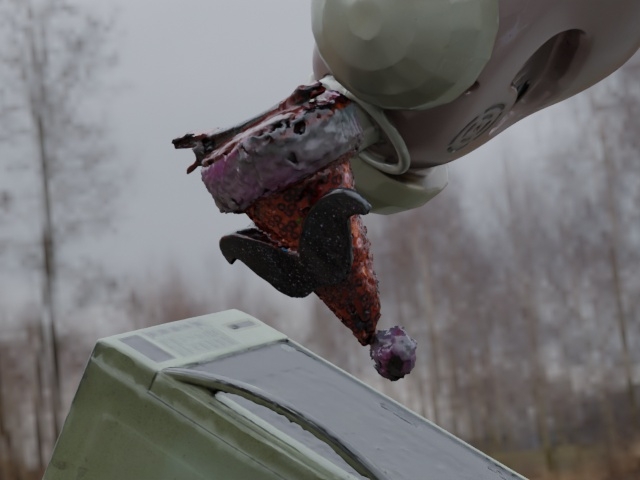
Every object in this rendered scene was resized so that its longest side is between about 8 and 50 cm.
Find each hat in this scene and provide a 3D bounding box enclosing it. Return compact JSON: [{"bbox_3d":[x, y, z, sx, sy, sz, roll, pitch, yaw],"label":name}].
[{"bbox_3d":[-0.003,0.002,1.363,0.140,0.227,0.129,-26,2,19],"label":"hat"}]

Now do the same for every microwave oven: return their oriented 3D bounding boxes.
[{"bbox_3d":[-0.029,0.280,1.679,0.394,0.333,0.247,29,15,27],"label":"microwave oven"}]

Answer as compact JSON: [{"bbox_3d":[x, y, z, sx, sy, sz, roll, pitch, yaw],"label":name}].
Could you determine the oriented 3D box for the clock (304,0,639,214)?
[{"bbox_3d":[0.126,-0.181,1.524,0.325,0.184,0.342,-34,-21,-17],"label":"clock"}]
